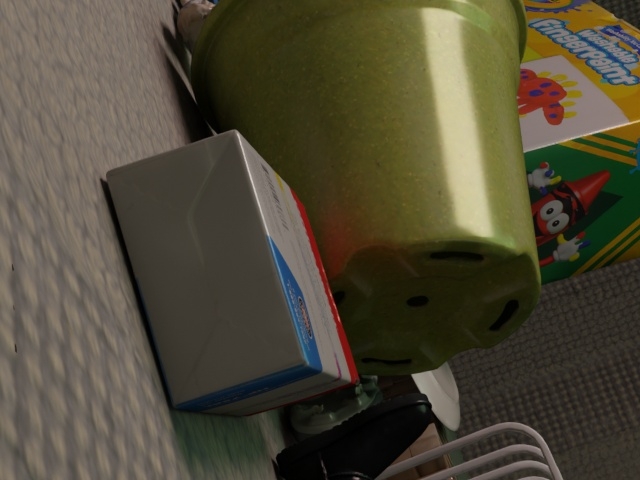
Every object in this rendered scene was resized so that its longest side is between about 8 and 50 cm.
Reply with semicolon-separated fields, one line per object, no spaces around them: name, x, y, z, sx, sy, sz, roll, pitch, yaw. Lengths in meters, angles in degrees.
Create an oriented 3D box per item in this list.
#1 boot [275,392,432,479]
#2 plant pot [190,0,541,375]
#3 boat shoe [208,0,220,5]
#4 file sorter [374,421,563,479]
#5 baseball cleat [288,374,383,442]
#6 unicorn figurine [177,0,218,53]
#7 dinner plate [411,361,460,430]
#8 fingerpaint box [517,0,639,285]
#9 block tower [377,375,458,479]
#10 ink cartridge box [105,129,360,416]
boot;0.033;0.166;0.915;0.099;0.121;0.045;67;5;30
plant pot;0.050;-0.048;1.059;0.276;0.276;0.254;63;14;-54
boat shoe;-0.065;-0.212;1.323;0.109;0.089;0.258;58;-6;32
file sorter;0.128;0.276;1.099;0.278;0.192;0.173;59;10;-66
baseball cleat;0.023;0.152;1.098;0.206;0.072;0.110;-46;128;-77
unicorn figurine;-0.087;-0.166;1.159;0.111;0.060;0.162;50;-6;-33
dinner plate;0.107;0.121;1.375;0.141;0.017;0.141;55;14;-21
fingerpaint box;0.179;-0.119;1.508;0.445;0.371;0.163;-125;-159;-59
block tower;0.067;0.146;1.437;0.335;0.097;0.091;-104;173;-52
ink cartridge box;-0.042;0.030;0.824;0.231;0.078;0.134;46;26;-77
